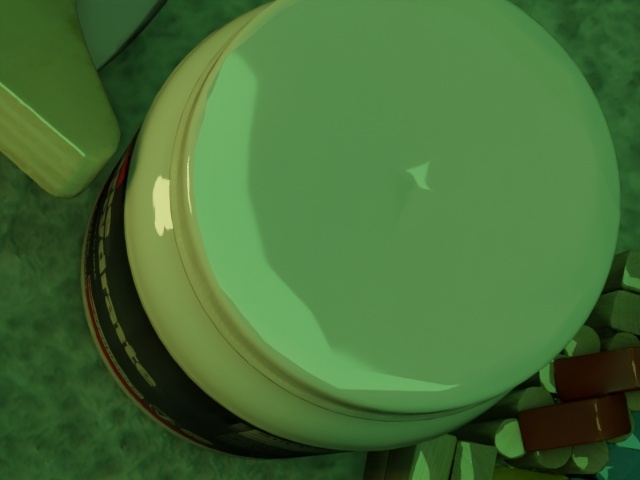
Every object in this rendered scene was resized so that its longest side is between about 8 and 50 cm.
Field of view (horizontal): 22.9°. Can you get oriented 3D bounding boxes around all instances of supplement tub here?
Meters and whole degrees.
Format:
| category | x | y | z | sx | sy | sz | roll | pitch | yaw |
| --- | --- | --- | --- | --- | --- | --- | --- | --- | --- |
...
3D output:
| category | x | y | z | sx | sy | sz | roll | pitch | yaw |
| --- | --- | --- | --- | --- | --- | --- | --- | --- | --- |
| supplement tub | 0.000 | 0.000 | 0.704 | 0.191 | 0.272 | 0.191 | 2 | 80 | -14 |

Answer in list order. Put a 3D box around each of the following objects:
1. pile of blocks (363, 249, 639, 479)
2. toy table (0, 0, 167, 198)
| category | x | y | z | sx | sy | sz | roll | pitch | yaw |
| --- | --- | --- | --- | --- | --- | --- | --- | --- | --- |
| pile of blocks | 0.170 | 0.076 | 0.820 | 0.362 | 0.112 | 0.149 | -42 | 93 | -16 |
| toy table | -0.163 | -0.138 | 0.669 | 0.252 | 0.161 | 0.274 | 31 | 119 | 2 |
